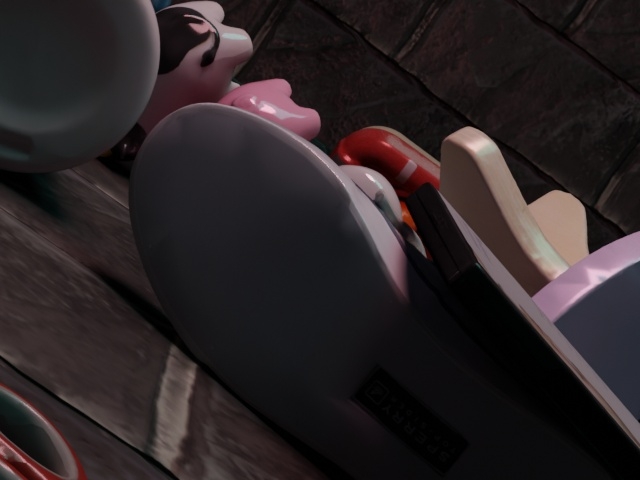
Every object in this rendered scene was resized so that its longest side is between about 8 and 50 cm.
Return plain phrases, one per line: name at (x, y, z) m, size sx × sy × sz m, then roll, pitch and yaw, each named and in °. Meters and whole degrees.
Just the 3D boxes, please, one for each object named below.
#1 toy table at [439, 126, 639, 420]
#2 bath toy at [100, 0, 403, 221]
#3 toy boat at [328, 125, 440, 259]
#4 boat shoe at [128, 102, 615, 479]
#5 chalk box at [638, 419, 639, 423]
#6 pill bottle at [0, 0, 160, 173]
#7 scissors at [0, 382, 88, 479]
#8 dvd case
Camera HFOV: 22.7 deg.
toy table at (0.150, 0.055, 1.163) m, size 0.274 × 0.252 × 0.161 m, roll -18°, pitch 40°, yaw -39°
bath toy at (-0.087, -0.070, 1.230) m, size 0.129 × 0.151 × 0.348 m, roll -19°, pitch 51°, yaw -39°
toy boat at (0.092, -0.017, 1.882) m, size 0.231 × 0.151 × 0.151 m, roll 36°, pitch 37°, yaw -1°
boat shoe at (0.046, 0.064, 0.922) m, size 0.367 × 0.136 × 0.156 m, roll 41°, pitch 7°, yaw 14°
chalk box at (0.322, 0.193, 1.250) m, size 0.180 × 0.179 × 0.289 m, roll 30°, pitch 15°, yaw -51°
pill bottle at (-0.202, -0.151, 1.058) m, size 0.152 × 0.152 × 0.272 m, roll 34°, pitch 6°, yaw -24°
scissors at (-0.048, 0.127, 0.496) m, size 0.297 × 0.021 × 0.109 m, roll 41°, pitch 5°, yaw 23°
dvd case at (0.141, 0.084, 0.856) m, size 0.253 × 0.022 × 0.180 m, roll 48°, pitch 6°, yaw -13°
